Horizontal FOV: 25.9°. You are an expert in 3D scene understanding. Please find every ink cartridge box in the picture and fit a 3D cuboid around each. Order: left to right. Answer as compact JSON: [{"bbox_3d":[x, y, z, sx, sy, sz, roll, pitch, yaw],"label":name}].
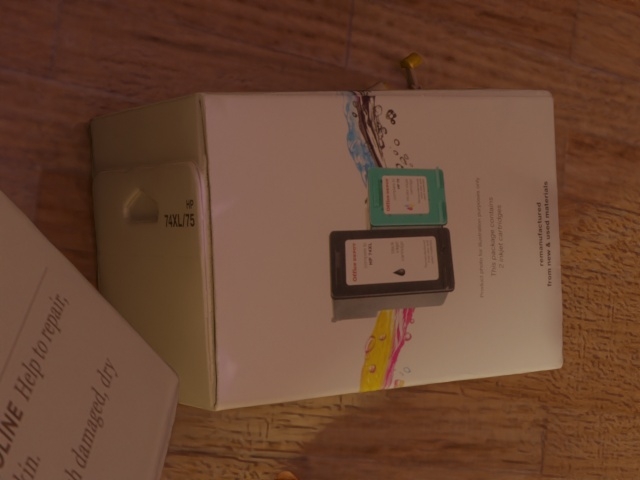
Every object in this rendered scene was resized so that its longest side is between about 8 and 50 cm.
[{"bbox_3d":[0.000,0.000,0.973,0.270,0.198,0.197,-3,91,-29],"label":"ink cartridge box"}]

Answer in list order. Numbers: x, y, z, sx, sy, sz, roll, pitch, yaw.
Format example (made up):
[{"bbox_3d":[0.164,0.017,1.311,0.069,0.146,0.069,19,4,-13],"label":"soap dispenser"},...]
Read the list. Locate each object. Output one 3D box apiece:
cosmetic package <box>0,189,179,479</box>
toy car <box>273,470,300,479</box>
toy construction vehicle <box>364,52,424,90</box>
[{"bbox_3d":[-0.325,0.100,0.607,0.394,0.329,0.327,48,23,-22],"label":"cosmetic package"},{"bbox_3d":[-0.042,0.280,0.981,0.219,0.210,0.238,24,45,-18],"label":"toy car"},{"bbox_3d":[0.072,-0.093,1.145,0.086,0.035,0.098,-37,106,-19],"label":"toy construction vehicle"}]
